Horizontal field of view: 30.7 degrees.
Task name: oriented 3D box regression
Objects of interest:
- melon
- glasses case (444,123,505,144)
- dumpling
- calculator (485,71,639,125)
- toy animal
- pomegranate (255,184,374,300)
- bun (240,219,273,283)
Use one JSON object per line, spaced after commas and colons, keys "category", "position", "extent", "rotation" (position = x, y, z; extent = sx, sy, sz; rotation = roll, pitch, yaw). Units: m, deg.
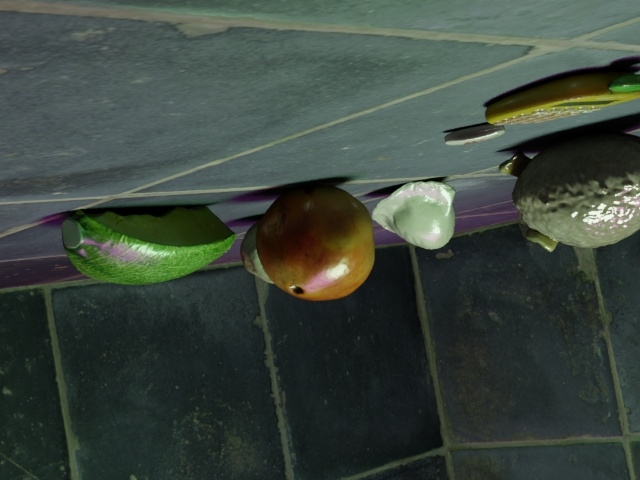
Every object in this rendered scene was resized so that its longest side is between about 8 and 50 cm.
{"category": "melon", "position": [-0.303, 0.011, 1.929], "extent": [0.196, 0.124, 0.323], "rotation": [-20, 173, 30]}
{"category": "glasses case", "position": [0.212, -0.145, 1.601], "extent": [0.083, 0.021, 0.032], "rotation": [-11, 175, 15]}
{"category": "dumpling", "position": [0.183, -0.050, 2.304], "extent": [0.166, 0.126, 0.216], "rotation": [7, 179, -2]}
{"category": "calculator", "position": [0.295, -0.169, 1.380], "extent": [0.146, 0.032, 0.235], "rotation": [-7, 177, -35]}
{"category": "toy animal", "position": [0.436, -0.081, 1.898], "extent": [0.226, 0.188, 0.358], "rotation": [-14, 177, -14]}
{"category": "pomegranate", "position": [-0.002, 0.006, 1.988], "extent": [0.209, 0.209, 0.209], "rotation": [-9, 176, -1]}
{"category": "bun", "position": [-0.041, 0.011, 2.417], "extent": [0.243, 0.153, 0.244], "rotation": [3, -168, -1]}
